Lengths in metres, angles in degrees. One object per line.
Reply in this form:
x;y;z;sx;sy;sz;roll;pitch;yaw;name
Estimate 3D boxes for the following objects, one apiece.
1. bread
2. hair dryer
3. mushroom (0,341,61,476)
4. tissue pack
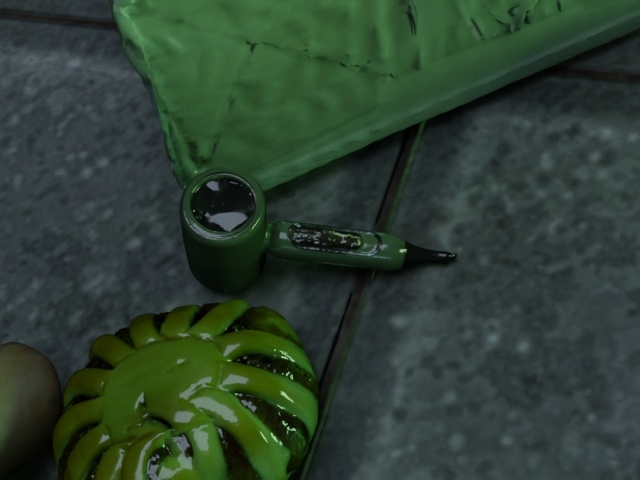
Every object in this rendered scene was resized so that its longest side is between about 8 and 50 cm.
-0.070;0.090;0.553;0.139;0.071;0.130;-18;53;7;bread
0.000;0.000;0.596;0.150;0.071;0.047;5;65;0;hair dryer
-0.211;0.125;0.524;0.207;0.207;0.215;22;36;27;mushroom
0.001;-0.274;0.662;0.331;0.205;0.405;-22;58;-1;tissue pack
